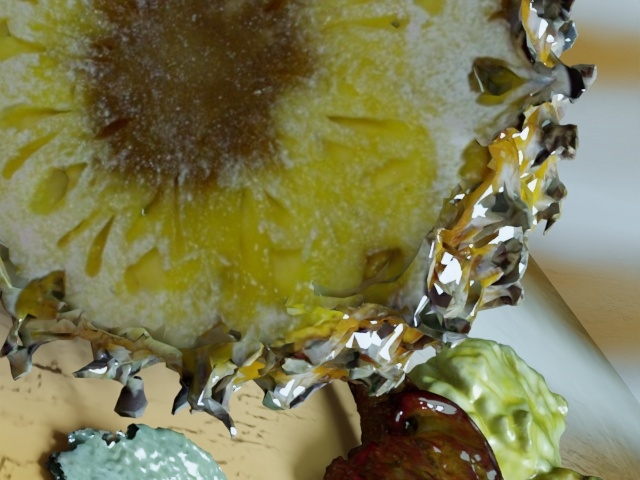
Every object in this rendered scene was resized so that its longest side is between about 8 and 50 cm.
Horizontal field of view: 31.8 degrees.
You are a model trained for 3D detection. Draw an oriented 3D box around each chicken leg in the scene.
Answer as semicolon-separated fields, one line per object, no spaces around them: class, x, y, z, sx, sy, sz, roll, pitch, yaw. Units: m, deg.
chicken leg;0.056;0.163;0.843;0.158;0.096;0.407;28;22;-23

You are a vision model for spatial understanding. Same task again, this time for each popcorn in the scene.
popcorn;0.149;0.180;0.972;0.168;0.173;0.195;61;11;-45

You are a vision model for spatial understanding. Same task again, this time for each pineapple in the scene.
pineapple;-0.027;-0.065;0.617;0.352;0.352;0.300;59;4;15

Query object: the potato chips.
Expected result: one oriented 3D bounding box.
potato chips;-0.031;0.183;0.527;0.228;0.059;0.167;47;-7;36
